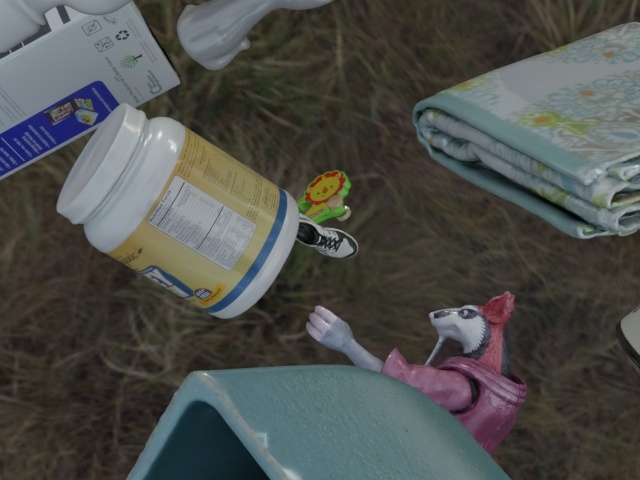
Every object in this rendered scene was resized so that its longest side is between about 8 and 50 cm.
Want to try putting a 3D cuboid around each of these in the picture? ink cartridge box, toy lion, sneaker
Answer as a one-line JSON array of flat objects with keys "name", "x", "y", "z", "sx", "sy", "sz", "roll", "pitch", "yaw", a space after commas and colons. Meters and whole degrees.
[{"name": "ink cartridge box", "x": -0.325, "y": -0.147, "z": 1.177, "sx": 0.333, "sy": 0.165, "sz": 0.065, "roll": -29, "pitch": 63, "yaw": -1}, {"name": "toy lion", "x": -0.001, "y": -0.057, "z": 1.623, "sx": 0.100, "sy": 0.034, "sz": 0.096, "roll": -30, "pitch": 38, "yaw": 11}, {"name": "sneaker", "x": 0.000, "y": 0.000, "z": 1.171, "sx": 0.083, "sy": 0.037, "sz": 0.032, "roll": 22, "pitch": 103, "yaw": -8}]

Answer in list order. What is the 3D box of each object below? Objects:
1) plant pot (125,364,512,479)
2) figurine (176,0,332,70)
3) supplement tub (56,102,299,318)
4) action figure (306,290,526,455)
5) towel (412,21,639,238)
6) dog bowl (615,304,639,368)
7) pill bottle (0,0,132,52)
[{"name": "plant pot", "x": 0.025, "y": 0.233, "z": 0.737, "sx": 0.248, "sy": 0.252, "sz": 0.247, "roll": 47, "pitch": 121, "yaw": 27}, {"name": "figurine", "x": -0.111, "y": -0.338, "z": 1.386, "sx": 0.209, "sy": 0.092, "sz": 0.215, "roll": -21, "pitch": 121, "yaw": 30}, {"name": "supplement tub", "x": -0.137, "y": -0.029, "z": 1.094, "sx": 0.200, "sy": 0.144, "sz": 0.144, "roll": 32, "pitch": 93, "yaw": -22}, {"name": "action figure", "x": 0.111, "y": 0.218, "z": 1.134, "sx": 0.276, "sy": 0.248, "sz": 0.370, "roll": 41, "pitch": 109, "yaw": 45}, {"name": "towel", "x": 0.319, "y": -0.128, "z": 1.225, "sx": 0.321, "sy": 0.374, "sz": 0.090, "roll": -19, "pitch": 118, "yaw": -17}, {"name": "dog bowl", "x": 0.613, "y": 0.168, "z": 1.516, "sx": 0.408, "sy": 0.408, "sz": 0.150, "roll": 34, "pitch": 108, "yaw": 17}, {"name": "pill bottle", "x": -0.099, "y": -0.192, "z": 0.567, "sx": 0.216, "sy": 0.121, "sz": 0.121, "roll": -34, "pitch": 75, "yaw": 0}]
